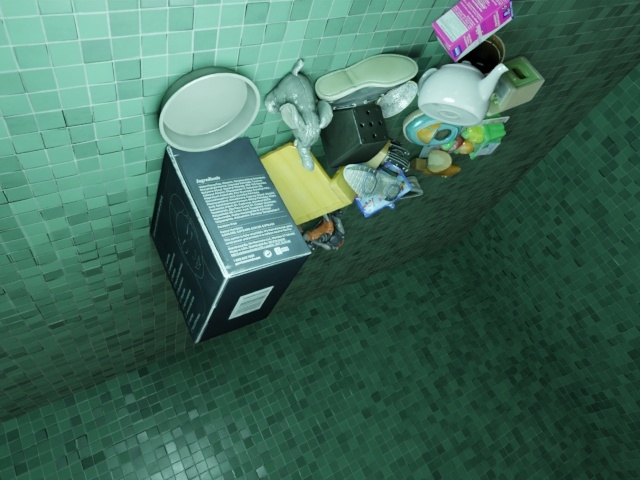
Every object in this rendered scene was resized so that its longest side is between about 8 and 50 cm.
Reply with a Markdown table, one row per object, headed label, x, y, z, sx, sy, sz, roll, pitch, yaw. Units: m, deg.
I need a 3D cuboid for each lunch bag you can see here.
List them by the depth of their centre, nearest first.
| label | x | y | z | sx | sy | sz | roll | pitch | yaw |
| --- | --- | --- | --- | --- | --- | --- | --- | --- | --- |
| lunch bag | 0.222 | -0.244 | 1.969 | 0.221 | 0.293 | 0.138 | -31 | 160 | 2 |

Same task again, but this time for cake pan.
| label | x | y | z | sx | sy | sz | roll | pitch | yaw |
| --- | --- | --- | --- | --- | --- | --- | --- | --- | --- |
| cake pan | -0.311 | -0.365 | 1.328 | 0.293 | 0.054 | 0.293 | -25 | 159 | -10 |

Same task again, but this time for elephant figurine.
| label | x | y | z | sx | sy | sz | roll | pitch | yaw |
| --- | --- | --- | --- | --- | --- | --- | --- | --- | --- |
| elephant figurine | -0.046 | -0.363 | 1.415 | 0.169 | 0.239 | 0.186 | -32 | 159 | 8 |

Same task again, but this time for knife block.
| label | x | y | z | sx | sy | sz | roll | pitch | yaw |
| --- | --- | --- | --- | --- | --- | --- | --- | --- | --- |
| knife block | 0.198 | -0.333 | 1.803 | 0.276 | 0.242 | 0.088 | -14 | 154 | -35 |

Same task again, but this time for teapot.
| label | x | y | z | sx | sy | sz | roll | pitch | yaw |
| --- | --- | --- | --- | --- | --- | --- | --- | --- | --- |
| teapot | 0.457 | -0.511 | 1.605 | 0.252 | 0.256 | 0.187 | 10 | 96 | -84 |

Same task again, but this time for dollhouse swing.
| label | x | y | z | sx | sy | sz | roll | pitch | yaw |
| --- | --- | --- | --- | --- | --- | --- | --- | --- | --- |
| dollhouse swing | -0.081 | -0.241 | 1.799 | 0.347 | 0.305 | 0.315 | -21 | -158 | 28 |

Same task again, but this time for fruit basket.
| label | x | y | z | sx | sy | sz | roll | pitch | yaw |
| --- | --- | --- | --- | --- | --- | --- | --- | --- | --- |
| fruit basket | 0.655 | -0.460 | 2.212 | 0.353 | 0.165 | 0.327 | -17 | 168 | -4 |

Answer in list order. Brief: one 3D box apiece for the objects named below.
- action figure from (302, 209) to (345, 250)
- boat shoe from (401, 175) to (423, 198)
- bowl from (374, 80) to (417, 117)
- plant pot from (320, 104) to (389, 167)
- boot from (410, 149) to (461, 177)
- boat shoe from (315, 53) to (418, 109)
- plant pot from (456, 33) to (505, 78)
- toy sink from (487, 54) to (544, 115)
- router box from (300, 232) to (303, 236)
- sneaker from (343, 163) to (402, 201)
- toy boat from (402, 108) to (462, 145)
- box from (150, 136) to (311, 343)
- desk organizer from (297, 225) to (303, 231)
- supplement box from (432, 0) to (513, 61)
| label | x | y | z | sx | sy | sz | roll | pitch | yaw |
| --- | --- | --- | --- | --- | --- | --- | --- | --- | --- |
| action figure | 0.000 | 0.000 | 2.346 | 0.341 | 0.178 | 0.330 | -50 | 152 | 11 |
| boat shoe | 0.386 | -0.244 | 2.456 | 0.320 | 0.103 | 0.118 | -18 | 157 | -28 |
| bowl | 0.246 | -0.517 | 1.665 | 0.170 | 0.080 | 0.170 | -25 | 159 | -10 |
| plant pot | 0.123 | -0.370 | 1.624 | 0.187 | 0.188 | 0.167 | -15 | 180 | -33 |
| boot | 0.585 | -0.357 | 2.247 | 0.211 | 0.104 | 0.295 | 5 | -178 | -25 |
| boat shoe | 0.145 | -0.493 | 1.527 | 0.340 | 0.127 | 0.113 | -23 | 160 | -11 |
| plant pot | 0.564 | -0.635 | 1.718 | 0.167 | 0.167 | 0.165 | -31 | 168 | 6 |
| toy sink | 0.763 | -0.639 | 1.958 | 0.234 | 0.153 | 0.131 | -22 | 158 | -15 |
| router box | -0.167 | 0.008 | 2.401 | 0.179 | 0.046 | 0.133 | -28 | 159 | -4 |
| sneaker | 0.176 | -0.223 | 1.774 | 0.297 | 0.129 | 0.111 | 15 | 110 | -48 |
| toy boat | 0.474 | -0.489 | 1.895 | 0.267 | 0.148 | 0.318 | -5 | 147 | -16 |
| box | -0.327 | 0.003 | 1.573 | 0.297 | 0.472 | 0.480 | -16 | 156 | -34 |
| desk organizer | -0.110 | -0.061 | 1.930 | 0.047 | 0.050 | 0.130 | -31 | -160 | -2 |
| supplement box | 0.483 | -0.697 | 1.512 | 0.220 | 0.114 | 0.111 | -34 | 160 | 18 |
